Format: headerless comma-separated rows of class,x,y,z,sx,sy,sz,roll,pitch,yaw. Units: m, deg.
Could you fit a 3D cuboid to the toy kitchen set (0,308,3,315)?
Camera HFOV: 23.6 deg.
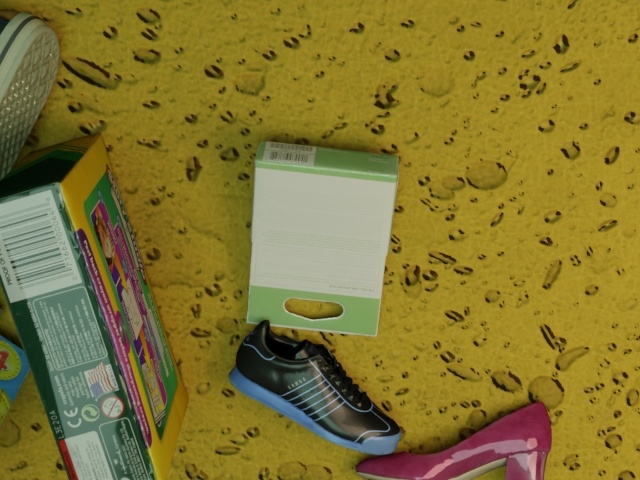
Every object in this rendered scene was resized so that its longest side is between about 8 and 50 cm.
toy kitchen set,-0.428,0.042,1.912,0.068,0.075,0.083,13,68,36

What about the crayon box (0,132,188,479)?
crayon box,-0.264,0.083,1.765,0.106,0.313,0.363,-16,103,3

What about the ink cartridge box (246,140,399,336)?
ink cartridge box,0.000,0.000,1.868,0.171,0.056,0.235,6,124,1

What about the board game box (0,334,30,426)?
board game box,-0.525,0.174,1.785,0.308,0.302,0.086,35,126,-14

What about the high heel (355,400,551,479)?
high heel,0.167,0.257,1.928,0.244,0.082,0.117,-1,73,17

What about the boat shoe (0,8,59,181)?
boat shoe,-0.472,-0.058,1.740,0.156,0.187,0.500,21,72,10

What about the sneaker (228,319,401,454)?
sneaker,0.004,0.182,1.899,0.232,0.081,0.090,25,111,-3
